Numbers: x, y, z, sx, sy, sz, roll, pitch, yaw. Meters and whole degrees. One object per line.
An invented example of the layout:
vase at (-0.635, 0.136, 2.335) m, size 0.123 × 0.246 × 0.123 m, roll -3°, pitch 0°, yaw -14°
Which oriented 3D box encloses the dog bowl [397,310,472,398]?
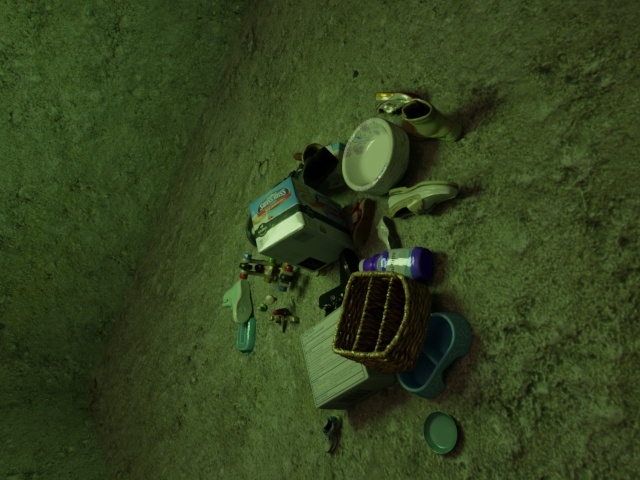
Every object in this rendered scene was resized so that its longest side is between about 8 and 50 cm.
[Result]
dog bowl at (0.346, 0.353, 1.519) m, size 0.166 × 0.074 × 0.297 m, roll 42°, pitch 107°, yaw 48°

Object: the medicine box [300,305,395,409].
medicine box at (0.088, 0.414, 1.730) m, size 0.263 × 0.149 × 0.289 m, roll -40°, pitch 48°, yaw 31°

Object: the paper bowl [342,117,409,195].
paper bowl at (0.224, -0.309, 1.842) m, size 0.284 × 0.148 × 0.284 m, roll -22°, pitch 62°, yaw 49°

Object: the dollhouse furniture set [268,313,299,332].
dollhouse furniture set at (-0.155, 0.365, 2.091) m, size 0.114 × 0.091 × 0.081 m, roll 0°, pitch 91°, yaw 46°

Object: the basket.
basket at (0.198, 0.244, 1.528) m, size 0.213 × 0.223 × 0.299 m, roll -36°, pitch 31°, yaw 58°

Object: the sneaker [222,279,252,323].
sneaker at (-0.415, 0.325, 2.369) m, size 0.151 × 0.094 × 0.256 m, roll -37°, pitch 36°, yaw 27°

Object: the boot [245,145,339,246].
boot at (-0.131, -0.175, 2.082) m, size 0.445 × 0.146 × 0.367 m, roll -22°, pitch 39°, yaw 56°

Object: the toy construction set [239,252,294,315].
toy construction set at (-0.200, 0.174, 2.161) m, size 0.257 × 0.237 × 0.309 m, roll -11°, pitch 83°, yaw 14°

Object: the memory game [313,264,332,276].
memory game at (0.004, 0.064, 2.068) m, size 0.186 × 0.012 × 0.186 m, roll -22°, pitch 60°, yaw 43°

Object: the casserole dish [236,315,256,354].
casserole dish at (-0.358, 0.449, 2.314) m, size 0.114 × 0.037 × 0.188 m, roll -17°, pitch 64°, yaw 45°

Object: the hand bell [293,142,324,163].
hand bell at (-0.077, -0.394, 2.286) m, size 0.242 × 0.126 × 0.126 m, roll 21°, pitch 92°, yaw 62°

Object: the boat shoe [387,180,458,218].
boat shoe at (0.352, -0.136, 1.681) m, size 0.302 × 0.113 × 0.103 m, roll -9°, pitch 70°, yaw 58°

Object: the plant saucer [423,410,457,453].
plant saucer at (0.362, 0.574, 1.454) m, size 0.119 × 0.021 × 0.119 m, roll -20°, pitch 62°, yaw 43°

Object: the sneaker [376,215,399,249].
sneaker at (0.248, -0.015, 1.797) m, size 0.061 × 0.053 × 0.152 m, roll -51°, pitch 38°, yaw 42°

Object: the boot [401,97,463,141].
boot at (0.346, -0.426, 1.717) m, size 0.262 × 0.203 × 0.095 m, roll 27°, pitch 97°, yaw 50°

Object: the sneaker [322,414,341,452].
sneaker at (0.029, 0.699, 1.758) m, size 0.052 × 0.058 × 0.135 m, roll 6°, pitch 81°, yaw 50°

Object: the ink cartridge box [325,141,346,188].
ink cartridge box at (0.059, -0.325, 2.117) m, size 0.104 × 0.061 × 0.181 m, roll -10°, pitch 69°, yaw 47°

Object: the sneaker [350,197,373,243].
sneaker at (0.154, -0.077, 1.918) m, size 0.084 × 0.069 × 0.186 m, roll 1°, pitch 70°, yaw 58°

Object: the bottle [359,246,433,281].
bottle at (0.258, 0.088, 1.704) m, size 0.282 × 0.092 × 0.118 m, roll -7°, pitch 77°, yaw 47°

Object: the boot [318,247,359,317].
boot at (0.069, 0.178, 1.884) m, size 0.207 × 0.094 × 0.247 m, roll -34°, pitch 58°, yaw 31°

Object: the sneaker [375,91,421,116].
sneaker at (0.308, -0.536, 1.914) m, size 0.225 × 0.088 × 0.093 m, roll 18°, pitch 110°, yaw 50°

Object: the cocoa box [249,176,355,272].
cocoa box at (-0.069, -0.052, 1.906) m, size 0.231 × 0.347 × 0.228 m, roll -30°, pitch 58°, yaw 26°
